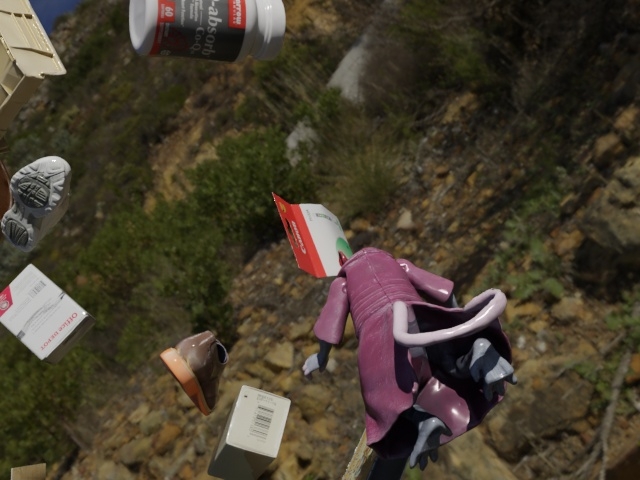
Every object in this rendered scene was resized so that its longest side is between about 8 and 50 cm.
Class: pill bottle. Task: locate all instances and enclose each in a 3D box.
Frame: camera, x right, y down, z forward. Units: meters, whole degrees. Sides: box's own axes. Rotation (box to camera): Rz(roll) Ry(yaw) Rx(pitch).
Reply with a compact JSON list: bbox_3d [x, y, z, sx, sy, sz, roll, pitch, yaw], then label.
[{"bbox_3d":[-0.288,-0.565,1.848,0.363,0.210,0.210,-2,-29,-27],"label":"pill bottle"}]

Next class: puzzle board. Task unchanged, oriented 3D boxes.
[{"bbox_3d":[-0.691,0.597,1.701,0.011,0.128,0.096,-8,-12,27],"label":"puzzle board"}]

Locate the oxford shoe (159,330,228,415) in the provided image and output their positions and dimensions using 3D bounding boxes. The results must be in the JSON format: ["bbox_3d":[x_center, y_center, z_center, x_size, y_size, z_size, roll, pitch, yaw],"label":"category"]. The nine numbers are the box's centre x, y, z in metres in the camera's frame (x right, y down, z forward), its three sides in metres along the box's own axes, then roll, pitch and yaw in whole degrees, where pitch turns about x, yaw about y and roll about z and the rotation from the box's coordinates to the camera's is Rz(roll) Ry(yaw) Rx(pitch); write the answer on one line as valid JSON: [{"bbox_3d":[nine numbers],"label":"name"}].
[{"bbox_3d":[-0.266,0.314,1.697,0.133,0.130,0.363,-38,-18,-16],"label":"oxford shoe"}]

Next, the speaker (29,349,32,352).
[{"bbox_3d":[-0.729,0.260,1.972,0.136,0.055,0.055,-18,-15,-17],"label":"speaker"}]

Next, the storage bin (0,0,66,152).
[{"bbox_3d":[-0.713,-0.368,1.582,0.262,0.260,0.123,-41,-19,27],"label":"storage bin"}]

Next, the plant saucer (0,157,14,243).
[{"bbox_3d":[-0.689,-0.127,1.381,0.050,0.310,0.310,-23,-1,11],"label":"plant saucer"}]

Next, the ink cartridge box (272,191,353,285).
[{"bbox_3d":[0.000,0.000,1.456,0.056,0.181,0.225,-29,-28,13],"label":"ink cartridge box"}]

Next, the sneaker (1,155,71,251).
[{"bbox_3d":[-0.491,-0.083,1.290,0.232,0.090,0.115,-43,8,40],"label":"sneaker"}]

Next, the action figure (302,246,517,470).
[{"bbox_3d":[0.083,0.109,0.978,0.248,0.370,0.275,-23,-49,-6],"label":"action figure"}]

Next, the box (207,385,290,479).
[{"bbox_3d":[-0.178,0.477,1.735,0.311,0.121,0.148,119,168,-57],"label":"box"}]

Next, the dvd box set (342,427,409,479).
[{"bbox_3d":[0.097,0.492,1.481,0.307,0.062,0.420,-62,-5,-22],"label":"dvd box set"}]

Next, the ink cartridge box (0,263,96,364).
[{"bbox_3d":[-0.496,0.134,1.289,0.109,0.150,0.063,-49,-14,-15],"label":"ink cartridge box"}]
